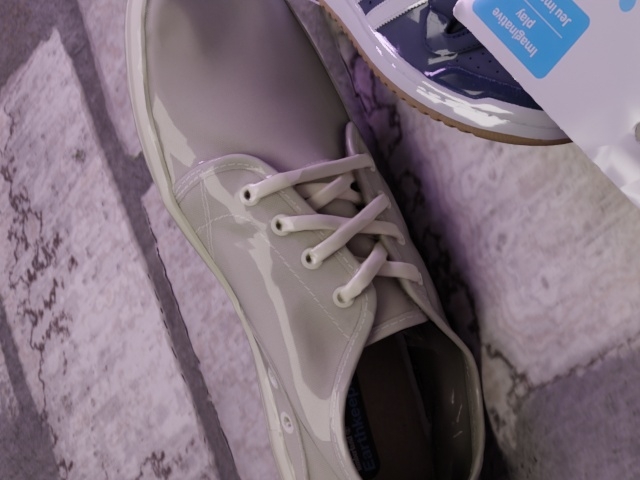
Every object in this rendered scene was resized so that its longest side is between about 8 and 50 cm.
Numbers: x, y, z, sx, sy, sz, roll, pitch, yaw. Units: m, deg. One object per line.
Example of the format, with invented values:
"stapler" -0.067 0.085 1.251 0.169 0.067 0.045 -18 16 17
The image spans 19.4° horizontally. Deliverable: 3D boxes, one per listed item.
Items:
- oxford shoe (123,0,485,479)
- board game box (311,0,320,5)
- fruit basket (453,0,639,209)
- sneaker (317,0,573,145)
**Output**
"oxford shoe" 0.000 0.000 1.256 0.130 0.169 0.449 -20 90 57
"board game box" 0.066 -0.291 1.199 0.319 0.066 0.318 33 123 48
"fruit basket" 0.249 -0.140 0.787 0.353 0.165 0.327 -47 57 14
"sneaker" 0.071 -0.179 1.071 0.282 0.099 0.153 48 135 41
